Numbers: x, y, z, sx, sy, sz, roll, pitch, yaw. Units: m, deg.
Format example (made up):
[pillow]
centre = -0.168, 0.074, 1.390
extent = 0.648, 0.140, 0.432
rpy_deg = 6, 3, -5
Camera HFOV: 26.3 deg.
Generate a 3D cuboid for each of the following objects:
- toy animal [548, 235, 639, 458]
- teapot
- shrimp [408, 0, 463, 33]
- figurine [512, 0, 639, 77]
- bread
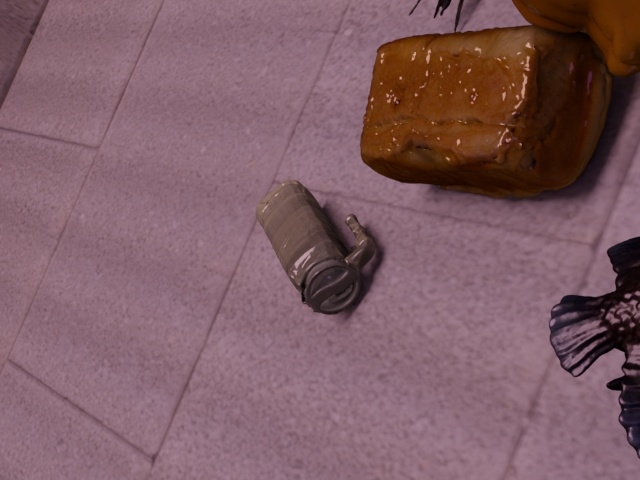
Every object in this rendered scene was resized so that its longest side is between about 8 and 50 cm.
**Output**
[toy animal]
centre = 0.283, 0.061, 1.075
extent = 0.179, 0.116, 0.218
rpy_deg = -37, 33, 40
[teapot]
centre = 0.000, 0.000, 1.616
extent = 0.107, 0.077, 0.200
rpy_deg = -38, 34, 6
[shrimp]
centre = 0.181, -0.383, 1.520
extent = 0.145, 0.117, 0.343
rpy_deg = -105, 32, -54
[figurine]
centre = 0.287, -0.376, 1.238
extent = 0.387, 0.268, 0.401
rpy_deg = -47, 44, -3
[bread]
centre = 0.164, -0.136, 1.396
extent = 0.294, 0.132, 0.166
rpy_deg = 8, 75, 58
